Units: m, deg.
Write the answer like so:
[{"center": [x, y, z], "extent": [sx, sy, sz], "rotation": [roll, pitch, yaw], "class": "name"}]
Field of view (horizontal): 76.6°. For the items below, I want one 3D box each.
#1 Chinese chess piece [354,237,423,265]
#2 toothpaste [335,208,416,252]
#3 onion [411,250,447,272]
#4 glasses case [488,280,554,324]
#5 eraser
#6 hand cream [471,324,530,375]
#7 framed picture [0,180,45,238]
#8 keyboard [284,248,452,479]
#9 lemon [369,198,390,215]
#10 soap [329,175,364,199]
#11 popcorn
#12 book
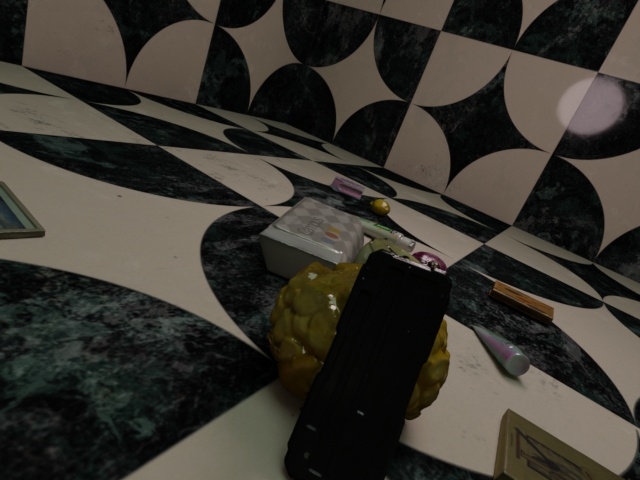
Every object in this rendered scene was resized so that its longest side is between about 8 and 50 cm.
[{"center": [0.168, 0.075, 0.914], "extent": [0.189, 0.083, 0.188], "rotation": [28, 22, -13], "class": "Chinese chess piece"}, {"center": [0.158, -0.039, 1.316], "extent": [0.315, 0.055, 0.058], "rotation": [26, -21, 24], "class": "toothpaste"}, {"center": [0.265, 0.083, 1.036], "extent": [0.115, 0.115, 0.104], "rotation": [16, -24, -14], "class": "onion"}, {"center": [0.571, 0.180, 1.158], "extent": [0.170, 0.041, 0.065], "rotation": [28, 32, 18], "class": "glasses case"}, {"center": [0.000, -0.001, 0.989], "extent": [0.213, 0.082, 0.397], "rotation": [22, 19, 5], "class": "eraser"}, {"center": [0.380, 0.222, 0.855], "extent": [0.076, 0.047, 0.174], "rotation": [20, 11, -2], "class": "hand cream"}, {"center": [-0.564, -0.054, 0.650], "extent": [0.203, 0.015, 0.150], "rotation": [33, 22, 30], "class": "framed picture"}, {"center": [0.052, 0.139, 0.436], "extent": [0.106, 0.262, 0.016], "rotation": [21, -12, 14], "class": "keyboard"}, {"center": [0.238, -0.132, 1.617], "extent": [0.093, 0.065, 0.065], "rotation": [25, 19, 28], "class": "lemon"}, {"center": [0.115, -0.232, 1.768], "extent": [0.149, 0.056, 0.100], "rotation": [23, 17, 4], "class": "soap"}, {"center": [0.051, 0.127, 0.562], "extent": [0.251, 0.189, 0.250], "rotation": [12, 31, -7], "class": "popcorn"}, {"center": [0.350, 0.335, 0.534], "extent": [0.231, 0.026, 0.161], "rotation": [29, 20, 20], "class": "book"}]
